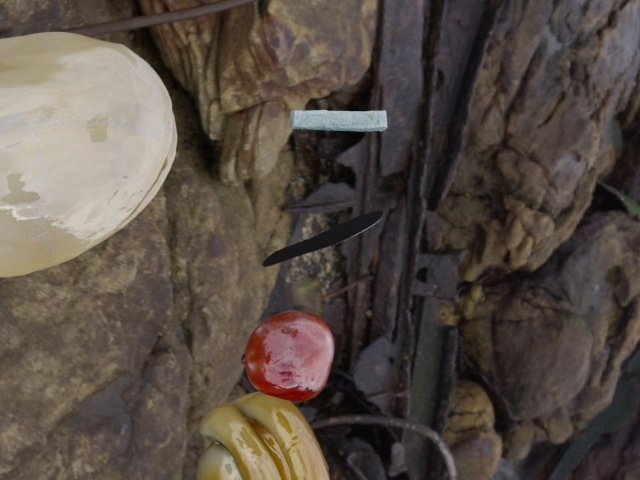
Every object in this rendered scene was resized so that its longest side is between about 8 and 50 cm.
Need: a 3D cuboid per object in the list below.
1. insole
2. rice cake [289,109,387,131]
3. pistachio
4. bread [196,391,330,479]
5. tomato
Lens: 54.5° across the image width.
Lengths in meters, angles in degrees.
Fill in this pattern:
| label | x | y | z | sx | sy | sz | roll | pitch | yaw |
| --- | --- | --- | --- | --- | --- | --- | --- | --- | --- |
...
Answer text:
| label | x | y | z | sx | sy | sz | roll | pitch | yaw |
| --- | --- | --- | --- | --- | --- | --- | --- | --- | --- |
| insole | 0.000 | 0.001 | 1.031 | 0.003 | 0.231 | 0.080 | 60 | 23 | -19 |
| rice cake | 0.032 | -0.205 | 1.060 | 0.170 | 0.029 | 0.033 | -1 | 83 | -8 |
| pistachio | -0.314 | -0.094 | 0.680 | 0.321 | 0.229 | 0.238 | -31 | 98 | -11 |
| bread | -0.148 | 0.544 | 1.321 | 0.245 | 0.329 | 0.425 | -3 | 82 | -33 |
| tomato | -0.055 | 0.215 | 1.171 | 0.187 | 0.151 | 0.187 | -14 | 109 | -45 |
